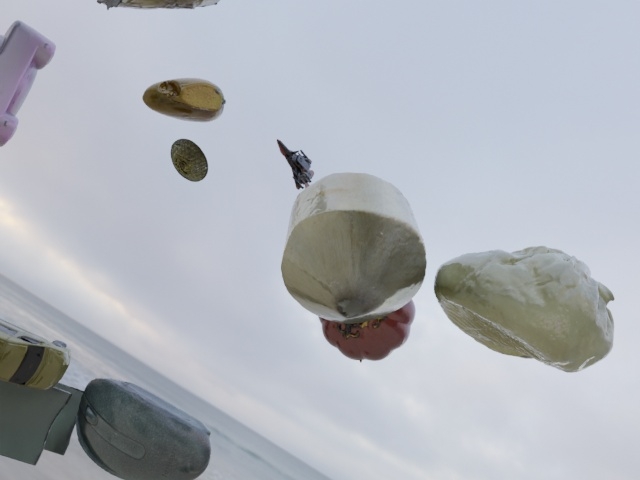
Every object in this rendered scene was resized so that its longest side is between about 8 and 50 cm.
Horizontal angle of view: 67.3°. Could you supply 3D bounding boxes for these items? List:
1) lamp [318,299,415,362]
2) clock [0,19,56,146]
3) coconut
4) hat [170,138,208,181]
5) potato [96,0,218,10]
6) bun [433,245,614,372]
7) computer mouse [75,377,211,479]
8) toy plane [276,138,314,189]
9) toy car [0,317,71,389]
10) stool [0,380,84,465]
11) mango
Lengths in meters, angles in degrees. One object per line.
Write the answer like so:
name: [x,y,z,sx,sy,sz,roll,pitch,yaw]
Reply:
lamp: [0.086,0.131,0.885,0.182,0.181,0.140,19,-5,29]
clock: [-0.783,-0.353,1.145,0.322,0.295,0.113,-2,-24,41]
coconut: [0.045,0.018,0.689,0.202,0.221,0.202,0,-53,-1]
hat: [-0.437,-0.246,1.543,0.067,0.145,0.146,-19,-51,34]
potato: [-0.331,-0.605,1.020,0.301,0.237,0.288,-44,-110,32]
bun: [0.266,0.077,0.628,0.229,0.145,0.229,35,-7,5]
computer mouse: [-0.442,0.461,1.155,0.374,0.203,0.114,19,7,9]
toy plane: [-0.069,-0.226,1.388,0.061,0.130,0.189,-1,-34,25]
toy car: [-0.656,0.221,0.982,0.257,0.101,0.124,26,-8,-4]
stool: [-0.740,0.406,1.163,0.270,0.170,0.243,22,-22,-7]
mango: [-0.428,-0.447,1.529,0.167,0.129,0.262,-8,-1,41]
